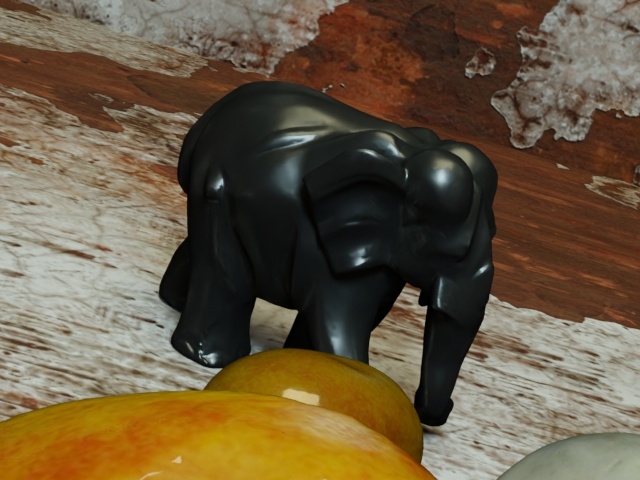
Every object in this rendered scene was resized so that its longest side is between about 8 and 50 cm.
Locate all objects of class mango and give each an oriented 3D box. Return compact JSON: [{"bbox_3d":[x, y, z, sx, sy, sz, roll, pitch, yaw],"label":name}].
[{"bbox_3d":[0.000,0.139,1.101,0.151,0.120,0.221,26,11,28],"label":"mango"}]

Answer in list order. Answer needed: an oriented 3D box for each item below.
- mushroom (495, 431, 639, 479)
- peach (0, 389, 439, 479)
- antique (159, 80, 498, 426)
[{"bbox_3d":[0.184,0.230,0.937,0.207,0.207,0.215,35,-9,44],"label":"mushroom"},{"bbox_3d":[-0.080,0.190,0.596,0.307,0.289,0.289,23,16,-6],"label":"peach"},{"bbox_3d":[0.000,0.000,1.319,0.322,0.255,0.185,28,17,22],"label":"antique"}]
